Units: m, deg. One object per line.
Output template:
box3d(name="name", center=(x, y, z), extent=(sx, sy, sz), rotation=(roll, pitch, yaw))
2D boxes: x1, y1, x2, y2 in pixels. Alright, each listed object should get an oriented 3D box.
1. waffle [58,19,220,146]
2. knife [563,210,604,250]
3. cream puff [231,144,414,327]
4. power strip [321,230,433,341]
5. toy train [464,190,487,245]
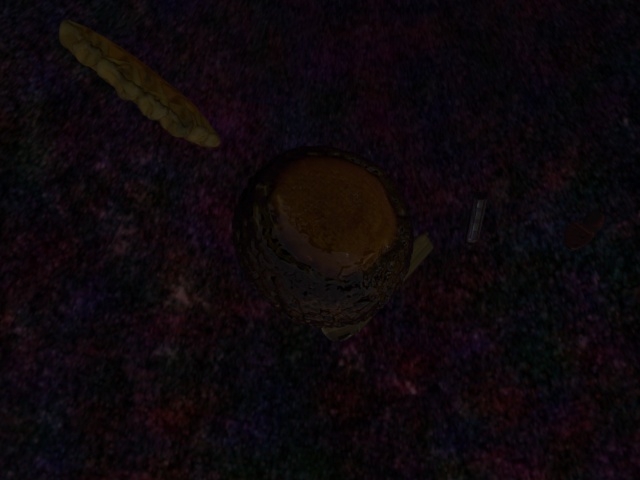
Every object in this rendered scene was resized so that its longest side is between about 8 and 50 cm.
box3d(name="waffle", center=(-0.251, -0.217, 1.349), extent=(0.261, 0.250, 0.056), rotation=(41, 93, 1))
box3d(name="knife", center=(0.341, -0.016, 1.235), extent=(0.035, 0.247, 0.018), rotation=(31, 111, 16))
box3d(name="cream puff", center=(0.000, 0.000, 1.217), extent=(0.239, 0.239, 0.165), rotation=(19, 149, -8))
box3d(name="power strip", center=(0.103, 0.065, 1.538), extent=(0.034, 0.268, 0.092), rotation=(50, 146, -8))
box3d(name="toy train", center=(0.177, -0.021, 1.090), extent=(0.017, 0.017, 0.083), rotation=(2, 133, 0))
